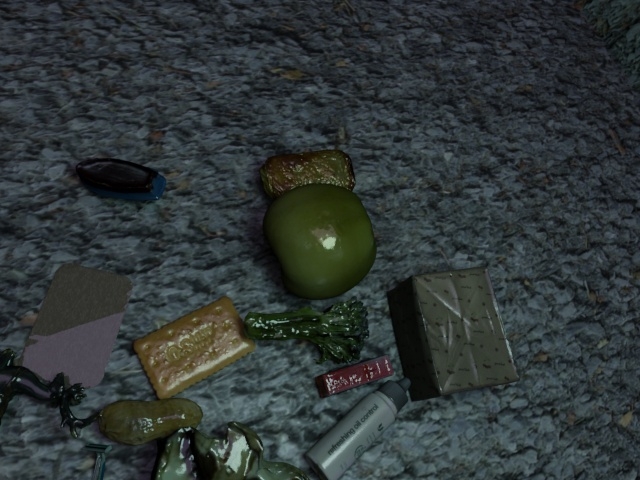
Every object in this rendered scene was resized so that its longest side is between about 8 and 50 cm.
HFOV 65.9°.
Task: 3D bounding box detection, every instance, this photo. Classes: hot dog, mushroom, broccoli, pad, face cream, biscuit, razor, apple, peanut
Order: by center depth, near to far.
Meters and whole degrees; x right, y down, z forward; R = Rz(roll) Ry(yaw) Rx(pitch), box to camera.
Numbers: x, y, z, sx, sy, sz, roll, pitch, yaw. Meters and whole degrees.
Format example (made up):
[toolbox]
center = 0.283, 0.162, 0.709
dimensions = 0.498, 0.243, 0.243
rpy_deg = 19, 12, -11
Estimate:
[razor]
center = -0.459, 0.510, 0.989
dimensions = 0.068, 0.037, 0.191
rpy_deg = -7, 67, 26
[mushroom]
center = -0.184, 0.508, 1.019
dimensions = 0.344, 0.130, 0.247
rpy_deg = 18, 67, -14
[peanut]
center = -0.358, 0.383, 1.048
dimensions = 0.214, 0.099, 0.099
rpy_deg = 3, 67, -23
[pad]
center = -0.546, 0.188, 1.116
dimensions = 0.176, 0.002, 0.266
rpy_deg = 15, 65, -11
[biscuit]
center = -0.290, 0.246, 1.153
dimensions = 0.250, 0.030, 0.160
rpy_deg = -25, 77, -24
[face cream]
center = 0.107, 0.430, 1.164
dimensions = 0.311, 0.092, 0.092
rpy_deg = -35, 81, -27
[broccoli]
center = -0.033, 0.208, 1.175
dimensions = 0.304, 0.145, 0.164
rpy_deg = 6, 70, -17
[apple]
center = 0.000, 0.000, 1.218
dimensions = 0.254, 0.292, 0.291
rpy_deg = -24, 76, -4
[hot dog]
center = -0.041, -0.168, 1.361
dimensions = 0.259, 0.114, 0.175
rpy_deg = -7, 75, -15

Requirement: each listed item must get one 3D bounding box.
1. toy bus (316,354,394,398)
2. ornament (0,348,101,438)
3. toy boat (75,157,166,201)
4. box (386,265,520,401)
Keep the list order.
[toy bus]
center = 0.088, 0.331, 1.207
dimensions = 0.192, 0.077, 0.065
rpy_deg = -13, 75, -20
[ornament]
center = -0.582, 0.352, 0.993
dimensions = 0.236, 0.080, 0.202
rpy_deg = 24, 62, -6
[toy boat]
center = -0.494, -0.148, 1.224
dimensions = 0.223, 0.097, 0.100
rpy_deg = 10, 68, 5
[box]
center = 0.326, 0.235, 1.259
dimensions = 0.225, 0.190, 0.297
rpy_deg = -5, 69, -17
